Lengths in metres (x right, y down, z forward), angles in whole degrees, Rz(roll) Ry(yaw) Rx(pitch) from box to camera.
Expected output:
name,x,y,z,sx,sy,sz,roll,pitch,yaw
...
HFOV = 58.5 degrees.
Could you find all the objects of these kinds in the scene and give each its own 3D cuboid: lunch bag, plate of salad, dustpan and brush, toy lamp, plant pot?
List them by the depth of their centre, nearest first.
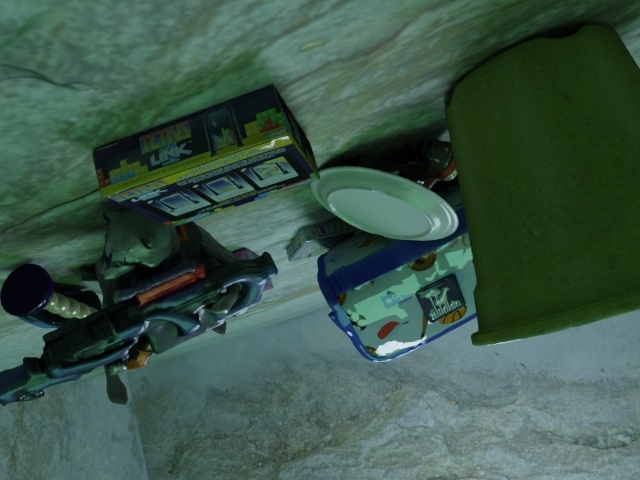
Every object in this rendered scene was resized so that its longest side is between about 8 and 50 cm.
name,x,y,z,sx,sy,sz,roll,pitch,yaw
plant pot,0.248,-0.055,0.570,0.275,0.254,0.276,-15,169,-3
plate of salad,0.083,-0.052,0.746,0.199,0.048,0.200,18,162,6
toy lamp,-0.353,0.111,0.854,0.080,0.080,0.275,-17,155,6
dustpan and brush,-0.294,0.068,0.941,0.147,0.061,0.211,-1,159,-8
lunch bag,0.179,0.049,1.003,0.327,0.239,0.385,-27,165,5

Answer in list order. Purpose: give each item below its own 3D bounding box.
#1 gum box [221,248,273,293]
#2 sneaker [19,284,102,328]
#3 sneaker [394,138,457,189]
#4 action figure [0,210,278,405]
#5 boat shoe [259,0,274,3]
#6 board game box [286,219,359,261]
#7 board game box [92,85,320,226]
name,x,y,z,sx,sy,sz,roll,pitch,yaw
gum box,-0.164,0.071,1.091,0.107,0.062,0.188,-17,169,3
sneaker,-0.428,0.109,0.892,0.082,0.069,0.209,-13,169,6
sneaker,0.122,-0.100,0.736,0.064,0.061,0.158,19,163,-14
action figure,-0.243,0.083,0.720,0.341,0.179,0.330,-20,150,-27
boat shoe,0.003,-0.167,0.039,0.112,0.127,0.340,13,160,-20
board game box,0.000,0.000,1.074,0.103,0.026,0.154,-13,168,-18
board game box,-0.098,-0.070,0.538,0.170,0.048,0.141,-17,167,7
